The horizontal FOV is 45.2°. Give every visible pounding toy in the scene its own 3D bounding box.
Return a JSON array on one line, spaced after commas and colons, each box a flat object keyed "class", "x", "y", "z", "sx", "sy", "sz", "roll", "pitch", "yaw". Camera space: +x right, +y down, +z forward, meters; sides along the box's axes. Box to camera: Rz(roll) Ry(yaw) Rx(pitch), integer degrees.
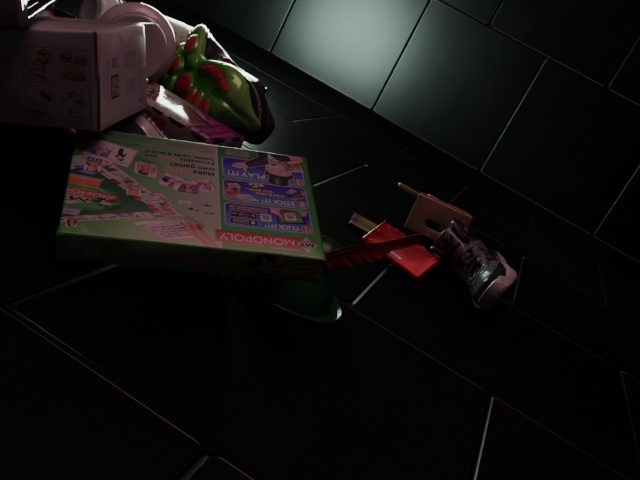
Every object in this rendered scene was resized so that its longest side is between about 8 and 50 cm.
[{"class": "pounding toy", "x": 0.244, "y": -0.055, "z": 1.768, "sx": 0.181, "sy": 0.094, "sz": 0.206, "roll": 25, "pitch": 8, "yaw": 6}]

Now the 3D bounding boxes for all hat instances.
[{"class": "hat", "x": 0.000, "y": 0.000, "z": 1.093, "sx": 0.208, "sy": 0.184, "sz": 0.173, "roll": 22, "pitch": 19, "yaw": -19}]

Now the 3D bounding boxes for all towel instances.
[{"class": "towel", "x": 0.090, "y": -0.032, "z": 1.597, "sx": 0.060, "sy": 0.009, "sz": 0.083, "roll": 29, "pitch": 19, "yaw": 1}]

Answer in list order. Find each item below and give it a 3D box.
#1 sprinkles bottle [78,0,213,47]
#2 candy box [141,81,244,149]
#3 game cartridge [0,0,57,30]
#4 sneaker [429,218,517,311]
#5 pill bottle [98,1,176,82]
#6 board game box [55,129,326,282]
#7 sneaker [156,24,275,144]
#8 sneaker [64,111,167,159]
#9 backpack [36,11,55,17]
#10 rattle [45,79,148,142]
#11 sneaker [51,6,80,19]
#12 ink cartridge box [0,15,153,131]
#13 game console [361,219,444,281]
[{"class": "sprinkles bottle", "x": -0.447, "y": -0.542, "z": 2.018, "sx": 0.355, "sy": 0.121, "sz": 0.121, "roll": 9, "pitch": 26, "yaw": -46}, {"class": "candy box", "x": -0.282, "y": -0.222, "z": 1.470, "sx": 0.233, "sy": 0.071, "sz": 0.159, "roll": 32, "pitch": 19, "yaw": 12}, {"class": "game cartridge", "x": -0.461, "y": -0.304, "z": 0.948, "sx": 0.230, "sy": 0.068, "sz": 0.355, "roll": -5, "pitch": 23, "yaw": -10}, {"class": "sneaker", "x": 0.290, "y": 0.044, "z": 1.506, "sx": 0.153, "sy": 0.101, "sz": 0.268, "roll": 40, "pitch": 13, "yaw": 0}, {"class": "pill bottle", "x": -0.390, "y": -0.415, "z": 1.620, "sx": 0.169, "sy": 0.169, "sz": 0.301, "roll": 22, "pitch": 11, "yaw": -19}, {"class": "board game box", "x": -0.162, "y": -0.048, "z": 0.989, "sx": 0.317, "sy": 0.046, "sz": 0.214, "roll": 7, "pitch": 42, "yaw": -15}, {"class": "sneaker", "x": -0.239, "y": -0.342, "z": 1.766, "sx": 0.202, "sy": 0.185, "sz": 0.483, "roll": 38, "pitch": 13, "yaw": -37}, {"class": "sneaker", "x": -0.239, "y": -0.063, "z": 1.098, "sx": 0.131, "sy": 0.112, "sz": 0.319, "roll": -28, "pitch": 57, "yaw": -38}, {"class": "backpack", "x": -0.540, "y": -0.361, "z": 1.357, "sx": 0.173, "sy": 0.158, "sz": 0.116, "roll": 48, "pitch": 33, "yaw": 20}, {"class": "rattle", "x": -0.399, "y": -0.228, "z": 1.218, "sx": 0.199, "sy": 0.143, "sz": 0.130, "roll": 29, "pitch": 35, "yaw": -17}, {"class": "sneaker", "x": -0.612, "y": -0.455, "z": 1.579, "sx": 0.299, "sy": 0.121, "sz": 0.112, "roll": 31, "pitch": 1, "yaw": -13}, {"class": "ink cartridge box", "x": -0.411, "y": -0.246, "z": 1.076, "sx": 0.309, "sy": 0.130, "sz": 0.272, "roll": 5, "pitch": 18, "yaw": 4}, {"class": "game console", "x": 0.163, "y": 0.034, "z": 1.519, "sx": 0.144, "sy": 0.085, "sz": 0.124, "roll": 36, "pitch": 51, "yaw": 24}]
